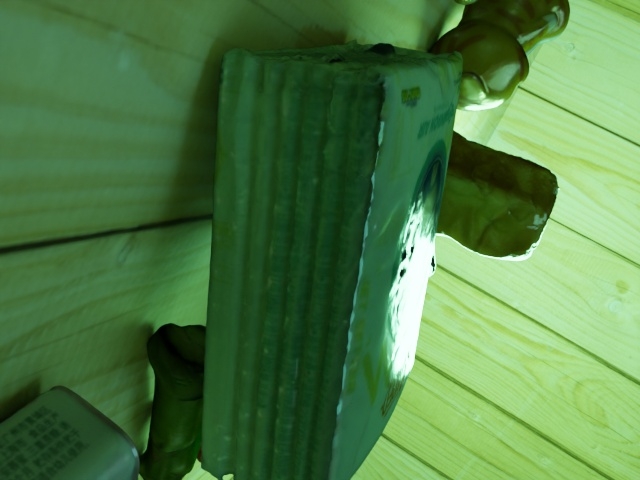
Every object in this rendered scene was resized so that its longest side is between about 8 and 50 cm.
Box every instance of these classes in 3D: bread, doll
[{"bbox_3d":[0.222,-0.078,1.082,0.132,0.294,0.167,-57,167,-30],"label":"bread"},{"bbox_3d":[0.277,-0.316,1.061,0.270,0.162,0.166,-61,-162,-16],"label":"doll"}]

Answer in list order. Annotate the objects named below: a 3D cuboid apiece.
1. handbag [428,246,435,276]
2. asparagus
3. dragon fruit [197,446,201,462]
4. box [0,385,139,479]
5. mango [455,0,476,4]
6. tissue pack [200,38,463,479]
[{"bbox_3d":[0.045,0.020,0.976,0.285,0.113,0.257,-31,146,-21],"label":"handbag"},{"bbox_3d":[-0.160,0.197,0.759,0.085,0.082,0.343,-52,166,-43],"label":"asparagus"},{"bbox_3d":[-0.163,0.285,0.986,0.083,0.056,0.060,-39,179,-38],"label":"dragon fruit"},{"bbox_3d":[-0.283,0.270,0.418,0.369,0.112,0.190,-42,157,-52],"label":"box"},{"bbox_3d":[0.198,-0.371,0.826,0.165,0.089,0.115,-65,175,34],"label":"mango"},{"bbox_3d":[0.017,0.011,0.655,0.287,0.162,0.388,-35,135,-61],"label":"tissue pack"}]
